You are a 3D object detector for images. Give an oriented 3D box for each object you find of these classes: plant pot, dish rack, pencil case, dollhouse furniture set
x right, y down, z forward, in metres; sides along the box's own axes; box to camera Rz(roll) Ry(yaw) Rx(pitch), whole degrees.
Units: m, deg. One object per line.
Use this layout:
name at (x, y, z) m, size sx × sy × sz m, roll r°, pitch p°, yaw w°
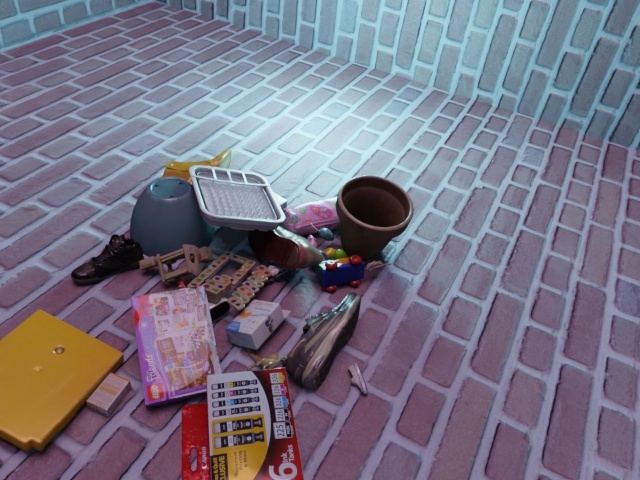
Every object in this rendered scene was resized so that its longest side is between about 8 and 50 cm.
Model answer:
plant pot at (-0.510, -0.102, 1.878) m, size 0.290 × 0.195 × 0.290 m, roll 5°, pitch 40°, yaw -4°
dish rack at (-0.289, -0.133, 1.835) m, size 0.285 × 0.072 × 0.333 m, roll 5°, pitch 32°, yaw -27°
plant pot at (0.165, -0.056, 1.896) m, size 0.263 × 0.229 × 0.263 m, roll 7°, pitch 47°, yaw -8°
pencil case at (-0.001, -0.086, 2.001) m, size 0.284 × 0.124 × 0.124 m, roll -12°, pitch 44°, yaw -23°
dollhouse furniture set at (-0.457, 0.092, 1.780) m, size 0.181 × 0.161 × 0.101 m, roll -19°, pitch 79°, yaw 20°

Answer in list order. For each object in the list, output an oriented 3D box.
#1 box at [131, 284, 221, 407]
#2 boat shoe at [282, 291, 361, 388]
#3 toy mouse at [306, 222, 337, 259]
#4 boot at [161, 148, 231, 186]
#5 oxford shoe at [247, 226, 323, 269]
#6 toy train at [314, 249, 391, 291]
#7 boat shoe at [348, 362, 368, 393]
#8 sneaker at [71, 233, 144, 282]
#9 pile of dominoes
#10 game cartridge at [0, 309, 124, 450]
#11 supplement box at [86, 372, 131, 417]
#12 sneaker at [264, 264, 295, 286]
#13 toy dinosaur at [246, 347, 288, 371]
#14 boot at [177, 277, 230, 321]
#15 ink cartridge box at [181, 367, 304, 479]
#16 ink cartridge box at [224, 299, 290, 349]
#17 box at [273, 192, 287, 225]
box at (-0.386, 0.277, 1.471) m, size 0.200 × 0.057 × 0.293 m, roll -8°, pitch 68°, yaw -18°
boat shoe at (0.009, 0.262, 1.587) m, size 0.130 × 0.132 × 0.355 m, roll 21°, pitch 42°, yaw 18°
toy mouse at (0.000, 0.000, 1.906) m, size 0.161 × 0.031 × 0.143 m, roll -19°, pitch 86°, yaw -26°
boot at (-0.494, -0.292, 2.176) m, size 0.211 × 0.104 × 0.295 m, roll 15°, pitch 45°, yaw 8°
oxford shoe at (-0.128, 0.019, 1.858) m, size 0.130 × 0.123 × 0.348 m, roll 8°, pitch 17°, yaw -40°
toy train at (0.096, 0.077, 1.852) m, size 0.248 × 0.105 × 0.143 m, roll -11°, pitch 30°, yaw -21°
boat shoe at (0.103, 0.390, 1.531) m, size 0.035 × 0.035 × 0.100 m, roll -26°, pitch 49°, yaw 3°
sneaker at (-0.675, 0.051, 1.725) m, size 0.227 × 0.130 × 0.087 m, roll -19°, pitch 45°, yaw -25°
pile of dominoes at (-0.272, 0.109, 1.700) m, size 0.195 × 0.040 × 0.251 m, roll 18°, pitch 33°, yaw 15°
game cartridge at (-0.718, 0.345, 1.391) m, size 0.285 × 0.053 × 0.324 m, roll 25°, pitch 40°, yaw 8°
supplement box at (-0.543, 0.396, 1.409) m, size 0.062 × 0.036 × 0.098 m, roll 19°, pitch 41°, yaw 12°
sneaker at (-0.150, 0.102, 1.810) m, size 0.135 × 0.052 × 0.058 m, roll -15°, pitch 41°, yaw -25°
toy dinosaur at (-0.158, 0.344, 1.520) m, size 0.183 × 0.053 × 0.093 m, roll 0°, pitch 39°, yaw 43°
boot at (-0.417, 0.199, 1.632) m, size 0.244 × 0.088 × 0.176 m, roll -26°, pitch 47°, yaw -39°
ink cartridge box at (-0.197, 0.477, 1.301) m, size 0.271 × 0.130 × 0.309 m, roll -4°, pitch 42°, yaw -12°
ink cartridge box at (-0.181, 0.234, 1.616) m, size 0.104 × 0.062 × 0.181 m, roll 5°, pitch 34°, yaw 34°
box at (-0.236, -0.128, 2.024) m, size 0.203 × 0.103 × 0.114 m, roll 30°, pitch 45°, yaw 24°
